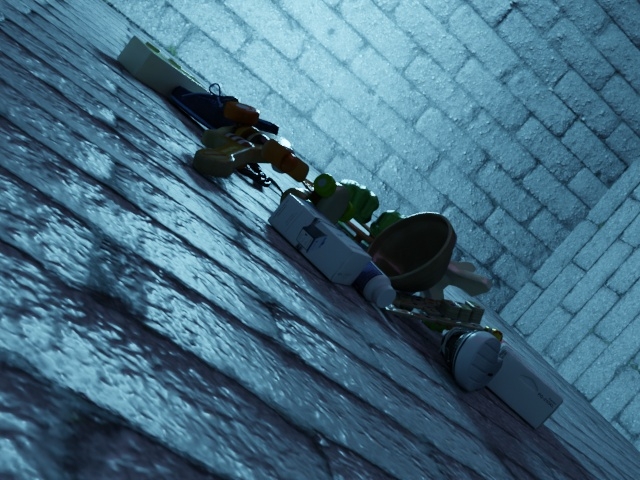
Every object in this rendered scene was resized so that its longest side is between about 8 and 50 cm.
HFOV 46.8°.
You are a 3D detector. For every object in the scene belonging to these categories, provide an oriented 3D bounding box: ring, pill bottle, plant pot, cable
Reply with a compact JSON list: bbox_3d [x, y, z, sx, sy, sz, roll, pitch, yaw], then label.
[{"bbox_3d":[0.072,-0.055,2.019,0.336,0.032,0.336,38,7,-6],"label":"ring"},{"bbox_3d":[0.110,0.091,1.594,0.067,0.067,0.120,33,10,-44],"label":"pill bottle"},{"bbox_3d":[0.232,0.047,1.805,0.110,0.237,0.237,56,-1,-30],"label":"plant pot"},{"bbox_3d":[-0.184,-0.194,1.900,0.150,0.047,0.184,42,6,26],"label":"cable"}]

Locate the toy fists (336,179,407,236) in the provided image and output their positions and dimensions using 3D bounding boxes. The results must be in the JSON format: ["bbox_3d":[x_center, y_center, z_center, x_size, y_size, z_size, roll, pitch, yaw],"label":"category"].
[{"bbox_3d":[0.149,-0.068,2.003,0.279,0.096,0.142,38,-2,-3],"label":"toy fists"}]

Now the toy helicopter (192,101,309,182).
[{"bbox_3d":[-0.160,-0.184,1.597,0.235,0.140,0.355,22,21,10],"label":"toy helicopter"}]

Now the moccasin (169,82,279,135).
[{"bbox_3d":[-0.258,-0.346,2.052,0.342,0.117,0.138,32,-1,12],"label":"moccasin"}]

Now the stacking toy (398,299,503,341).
[{"bbox_3d":[0.306,0.188,1.777,0.221,0.052,0.167,18,6,-24],"label":"stacking toy"}]

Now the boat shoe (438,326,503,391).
[{"bbox_3d":[0.303,0.243,1.556,0.119,0.121,0.335,35,-6,23],"label":"boat shoe"}]

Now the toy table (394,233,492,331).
[{"bbox_3d":[0.313,0.105,1.967,0.161,0.274,0.252,48,-28,-12],"label":"toy table"}]

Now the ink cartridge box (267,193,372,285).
[{"bbox_3d":[0.000,0.000,1.543,0.190,0.082,0.139,41,7,20],"label":"ink cartridge box"}]

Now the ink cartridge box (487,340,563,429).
[{"bbox_3d":[0.487,0.347,1.811,0.172,0.100,0.237,41,7,10],"label":"ink cartridge box"}]

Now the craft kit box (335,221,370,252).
[{"bbox_3d":[0.097,0.001,2.124,0.246,0.061,0.250,40,7,-19],"label":"craft kit box"}]

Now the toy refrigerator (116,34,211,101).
[{"bbox_3d":[-0.437,-0.468,2.101,0.102,0.094,0.269,45,9,31],"label":"toy refrigerator"}]

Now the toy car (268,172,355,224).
[{"bbox_3d":[-0.038,-0.097,1.760,0.188,0.149,0.155,31,-11,34],"label":"toy car"}]

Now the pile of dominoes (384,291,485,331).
[{"bbox_3d":[0.245,0.141,1.687,0.251,0.040,0.196,13,10,-15],"label":"pile of dominoes"}]
